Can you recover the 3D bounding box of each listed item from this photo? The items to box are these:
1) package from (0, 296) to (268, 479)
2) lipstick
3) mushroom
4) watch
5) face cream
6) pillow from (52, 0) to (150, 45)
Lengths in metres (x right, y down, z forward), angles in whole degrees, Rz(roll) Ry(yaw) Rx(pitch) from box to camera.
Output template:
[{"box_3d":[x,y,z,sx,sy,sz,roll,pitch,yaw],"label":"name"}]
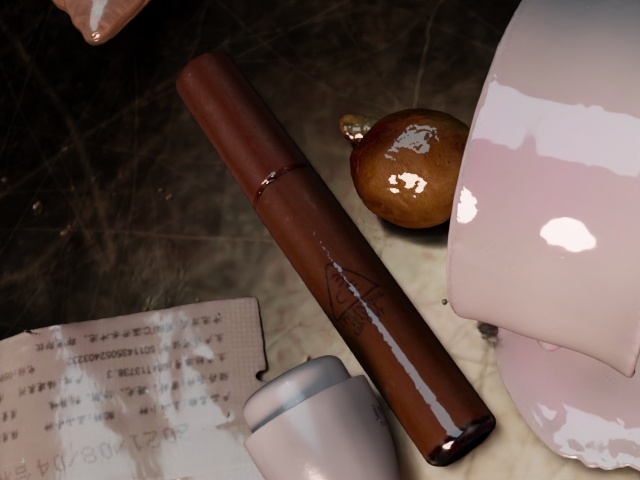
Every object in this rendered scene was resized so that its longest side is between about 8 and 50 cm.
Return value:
[{"box_3d":[-0.154,0.156,0.616,0.251,0.062,0.204,-15,70,9],"label":"package"},{"box_3d":[0.000,0.000,0.618,0.057,0.057,0.357,-36,65,4],"label":"lipstick"},{"box_3d":[0.052,-0.055,0.613,0.073,0.088,0.129,-38,43,-26],"label":"mushroom"},{"box_3d":[0.167,-0.007,0.472,0.196,0.231,0.244,17,74,21],"label":"watch"},{"box_3d":[0.001,0.130,0.557,0.091,0.091,0.095,-32,74,6],"label":"face cream"},{"box_3d":[-0.180,-0.304,0.759,0.223,0.084,0.236,39,85,26],"label":"pillow"}]
